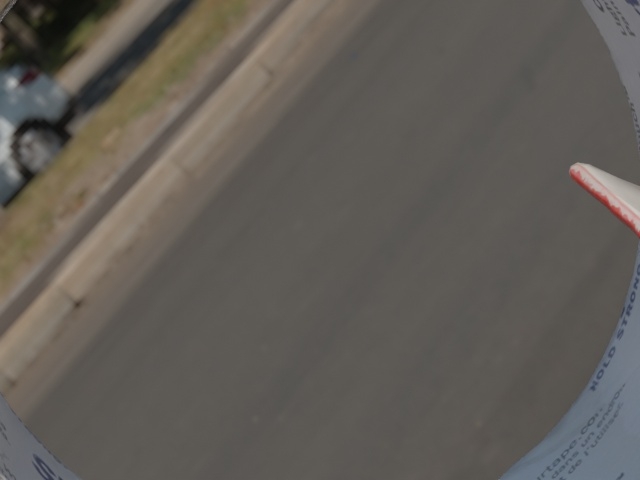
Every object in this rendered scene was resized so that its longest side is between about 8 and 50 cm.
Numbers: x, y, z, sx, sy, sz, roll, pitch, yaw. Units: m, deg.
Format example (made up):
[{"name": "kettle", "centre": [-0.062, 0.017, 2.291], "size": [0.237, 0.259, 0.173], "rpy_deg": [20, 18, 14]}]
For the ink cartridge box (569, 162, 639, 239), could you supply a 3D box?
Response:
[{"name": "ink cartridge box", "centre": [0.189, 0.112, 0.311], "size": [0.066, 0.261, 0.296], "rpy_deg": [-62, 32, 16]}]

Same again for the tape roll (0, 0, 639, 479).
[{"name": "tape roll", "centre": [0.000, 0.000, 0.455], "size": [0.275, 0.275, 0.090], "rpy_deg": [-46, 11, 3]}]
